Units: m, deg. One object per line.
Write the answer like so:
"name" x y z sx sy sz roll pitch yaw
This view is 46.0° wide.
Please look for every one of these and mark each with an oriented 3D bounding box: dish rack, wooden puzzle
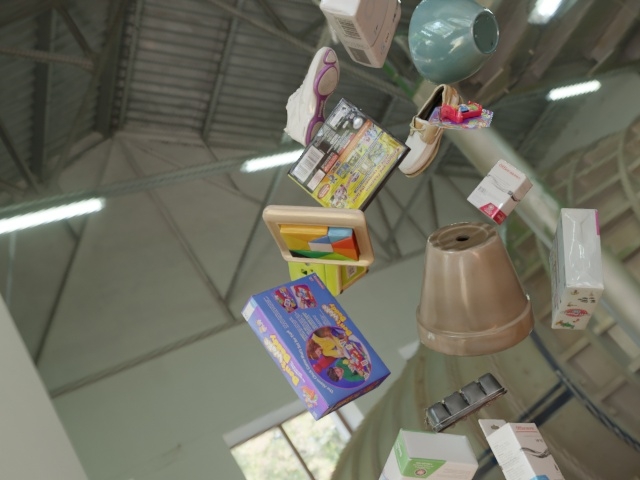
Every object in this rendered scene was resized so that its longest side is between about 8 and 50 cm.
"dish rack" 0.363 0.433 1.952 0.208 0.074 0.271 -28 -22 -6
"wooden puzzle" 0.000 0.000 1.660 0.221 0.044 0.239 3 -26 11

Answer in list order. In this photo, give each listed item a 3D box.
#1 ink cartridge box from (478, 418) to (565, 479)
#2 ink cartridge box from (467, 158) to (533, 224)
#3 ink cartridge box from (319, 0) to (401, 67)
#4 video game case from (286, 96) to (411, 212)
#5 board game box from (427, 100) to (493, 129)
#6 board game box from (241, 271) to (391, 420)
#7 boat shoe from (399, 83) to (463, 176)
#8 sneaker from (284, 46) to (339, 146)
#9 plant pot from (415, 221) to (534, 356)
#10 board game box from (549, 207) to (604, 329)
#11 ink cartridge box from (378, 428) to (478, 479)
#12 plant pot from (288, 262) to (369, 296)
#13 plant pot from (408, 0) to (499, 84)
"ink cartridge box" 0.388 0.410 1.441 0.104 0.180 0.060 14 -48 -45
"ink cartridge box" 0.508 -0.137 2.131 0.150 0.109 0.063 -51 -41 7
"ink cartridge box" 0.137 -0.617 1.669 0.385 0.091 0.308 -69 -18 -1
"video game case" 0.074 -0.217 2.090 0.275 0.248 0.035 -53 -21 12
"board game box" 0.314 -0.289 1.676 0.169 0.133 0.033 -57 -30 -58
"board game box" -0.012 0.265 1.956 0.233 0.347 0.078 -18 -28 -41
"boat shoe" 0.322 -0.344 2.327 0.103 0.113 0.302 30 -91 -50
"sneaker" -0.040 -0.444 2.293 0.114 0.152 0.305 -4 -63 -48
"plant pot" 0.406 0.112 2.051 0.323 0.323 0.280 -24 -64 -26
"board game box" 0.676 0.083 2.011 0.097 0.224 0.303 2 -26 10
"ink cartridge box" 0.212 0.504 1.567 0.154 0.093 0.212 9 -63 -14
"plant pot" 0.037 0.048 2.596 0.227 0.207 0.228 -34 -43 -34
"plant pot" 0.451 -0.647 2.401 0.290 0.195 0.290 -5 -82 -38
